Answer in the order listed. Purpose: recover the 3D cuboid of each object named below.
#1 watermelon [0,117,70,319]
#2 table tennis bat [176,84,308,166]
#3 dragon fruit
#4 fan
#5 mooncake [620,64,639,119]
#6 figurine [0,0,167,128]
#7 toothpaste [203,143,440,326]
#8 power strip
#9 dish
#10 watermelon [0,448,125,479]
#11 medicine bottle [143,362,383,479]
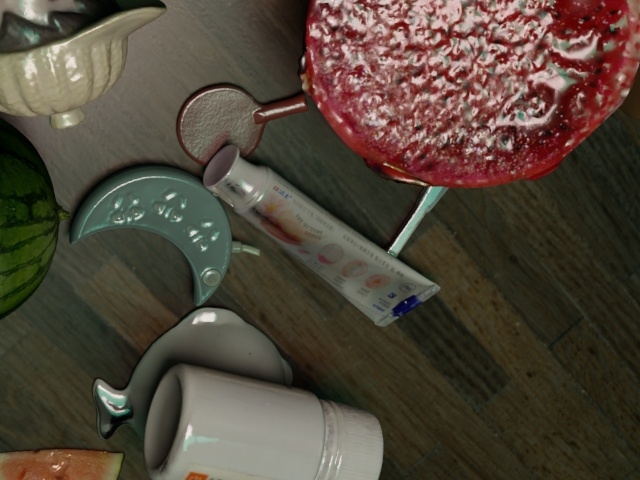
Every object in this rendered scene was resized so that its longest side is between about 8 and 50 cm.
[{"bbox_3d":[-0.387,-0.022,1.520,0.242,0.242,0.242,-6,112,-15],"label":"watermelon"},{"bbox_3d":[-0.088,-0.137,1.691,0.155,0.019,0.098,-17,115,-8],"label":"table tennis bat"},{"bbox_3d":[0.153,-0.259,1.601,0.371,0.249,0.386,-27,113,11],"label":"dragon fruit"},{"bbox_3d":[0.149,-0.086,1.785,0.057,0.023,0.282,32,97,-30],"label":"fan"},{"bbox_3d":[0.424,-0.311,1.592,0.201,0.378,0.378,-10,113,-11],"label":"mooncake"},{"bbox_3d":[-0.325,-0.272,1.496,0.332,0.185,0.204,47,125,-9],"label":"figurine"},{"bbox_3d":[0.000,0.000,1.743,0.100,0.066,0.323,-36,123,27],"label":"toothpaste"},{"bbox_3d":[-0.170,-0.011,1.699,0.216,0.044,0.137,26,100,-24],"label":"power strip"},{"bbox_3d":[-0.142,0.197,1.769,0.246,0.078,0.224,-10,114,-14],"label":"dish"},{"bbox_3d":[-0.318,0.304,1.775,0.163,0.087,0.069,3,146,-16],"label":"watermelon"},{"bbox_3d":[-0.064,0.229,1.683,0.252,0.144,0.144,13,106,-21],"label":"medicine bottle"}]
